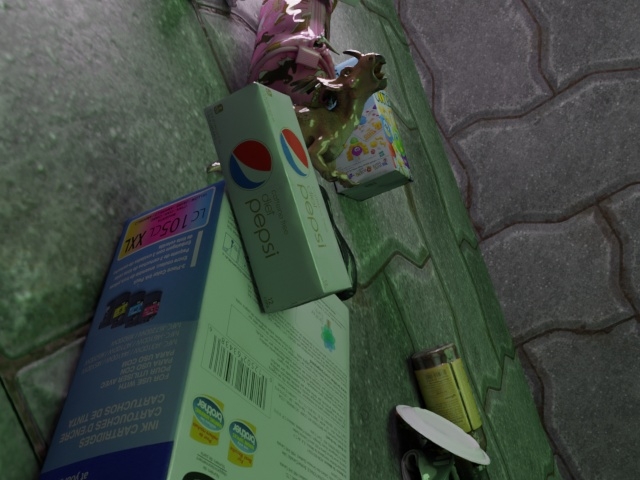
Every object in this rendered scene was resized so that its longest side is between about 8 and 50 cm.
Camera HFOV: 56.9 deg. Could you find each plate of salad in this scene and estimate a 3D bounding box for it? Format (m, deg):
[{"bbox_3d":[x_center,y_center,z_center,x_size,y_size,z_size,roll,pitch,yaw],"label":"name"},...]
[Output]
[{"bbox_3d":[0.231,0.380,1.139,0.200,0.200,0.048,26,92,-59],"label":"plate of salad"}]

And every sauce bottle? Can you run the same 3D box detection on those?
[{"bbox_3d":[0.300,0.406,1.313,0.111,0.111,0.344,1,71,-66],"label":"sauce bottle"}]

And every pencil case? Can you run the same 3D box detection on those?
[{"bbox_3d":[-0.044,-0.386,1.116,0.386,0.167,0.160,-89,167,-45],"label":"pencil case"}]

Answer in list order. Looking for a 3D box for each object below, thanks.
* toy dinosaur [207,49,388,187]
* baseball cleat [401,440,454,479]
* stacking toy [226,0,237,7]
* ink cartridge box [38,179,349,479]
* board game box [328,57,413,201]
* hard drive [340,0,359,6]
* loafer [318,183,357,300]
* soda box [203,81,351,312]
[{"bbox_3d":[-0.039,-0.172,0.913,0.127,0.295,0.200,149,-72,-78],"label":"toy dinosaur"},{"bbox_3d":[0.210,0.425,1.144,0.109,0.072,0.206,53,19,-9],"label":"baseball cleat"},{"bbox_3d":[-0.208,-0.510,1.009,0.221,0.052,0.167,66,23,-7],"label":"stacking toy"},{"bbox_3d":[-0.093,0.176,0.567,0.270,0.151,0.395,49,28,-38],"label":"ink cartridge box"},{"bbox_3d":[0.091,-0.248,1.339,0.142,0.144,0.275,10,63,-65],"label":"board game box"},{"bbox_3d":[-0.079,-0.534,1.050,0.307,0.040,0.203,5,50,-40],"label":"hard drive"},{"bbox_3d":[0.000,0.000,1.030,0.078,0.076,0.223,8,60,-59],"label":"loafer"},{"bbox_3d":[-0.042,-0.042,0.593,0.074,0.069,0.216,-1,71,-66],"label":"soda box"}]
